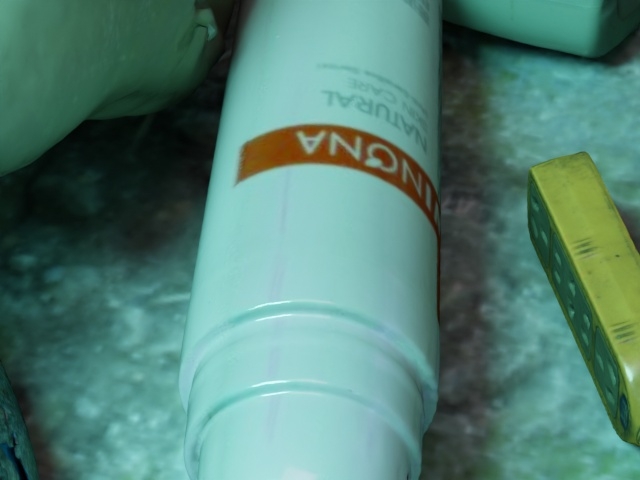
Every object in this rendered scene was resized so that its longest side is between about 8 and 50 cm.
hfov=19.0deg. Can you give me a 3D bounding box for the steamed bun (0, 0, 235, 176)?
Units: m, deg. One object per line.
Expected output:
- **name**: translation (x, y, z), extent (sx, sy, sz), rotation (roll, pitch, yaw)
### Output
- **steamed bun**: translation (-0.187, -0.197, 0.811), extent (0.342, 0.255, 0.368), rotation (22, 17, 16)

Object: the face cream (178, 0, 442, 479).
- **face cream**: translation (0.000, 0.000, 0.779), extent (0.102, 0.102, 0.345), rotation (3, 43, 0)

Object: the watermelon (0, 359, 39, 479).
- **watermelon**: translation (-0.197, 0.069, 0.642), extent (0.188, 0.175, 0.322), rotation (8, 44, 7)

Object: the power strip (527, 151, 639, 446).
- **power strip**: translation (0.122, 0.031, 0.788), extent (0.028, 0.049, 0.178), rotation (-11, 44, -7)

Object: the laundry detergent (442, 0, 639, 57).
- **laundry detergent**: translation (0.061, -0.209, 1.005), extent (0.280, 0.105, 0.215), rotation (22, 47, 22)
